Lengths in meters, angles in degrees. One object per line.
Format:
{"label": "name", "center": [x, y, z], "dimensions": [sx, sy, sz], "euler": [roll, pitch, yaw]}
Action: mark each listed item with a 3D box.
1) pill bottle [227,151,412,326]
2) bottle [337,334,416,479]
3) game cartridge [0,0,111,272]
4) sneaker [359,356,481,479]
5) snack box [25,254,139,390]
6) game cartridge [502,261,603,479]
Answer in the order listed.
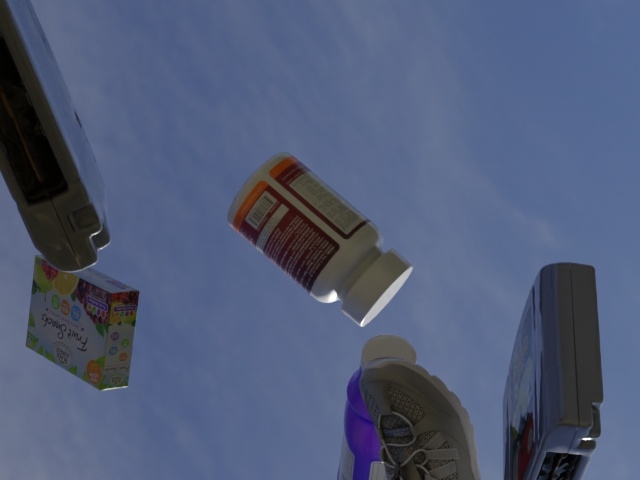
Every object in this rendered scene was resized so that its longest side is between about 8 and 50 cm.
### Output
{"label": "pill bottle", "center": [0.000, 0.000, 1.756], "dimensions": [0.221, 0.121, 0.121], "euler": [41, -136, 10]}
{"label": "bottle", "center": [0.074, 0.235, 1.748], "dimensions": [0.092, 0.283, 0.118], "euler": [3, -137, -2]}
{"label": "game cartridge", "center": [-0.228, -0.139, 1.001], "dimensions": [0.062, 0.198, 0.297], "euler": [-23, -68, -6]}
{"label": "sneaker", "center": [0.117, 0.261, 1.552], "dimensions": [0.115, 0.105, 0.281], "euler": [-36, -78, -45]}
{"label": "snack box", "center": [-0.239, 0.079, 1.397], "dimensions": [0.037, 0.141, 0.100], "euler": [-4, -73, -42]}
{"label": "game cartridge", "center": [0.217, 0.159, 1.345], "dimensions": [0.060, 0.294, 0.196], "euler": [7, -126, 3]}
